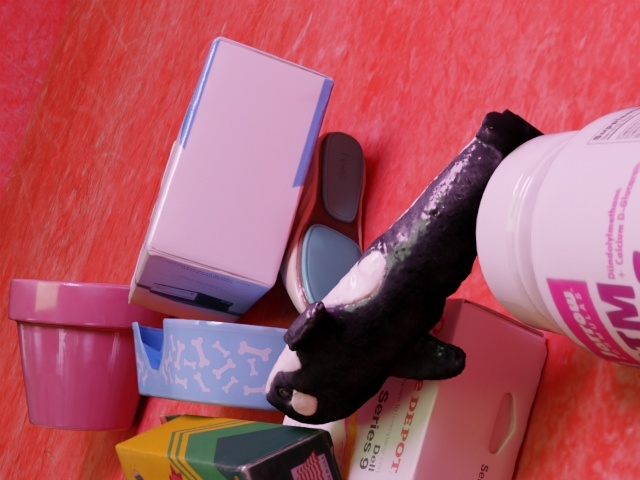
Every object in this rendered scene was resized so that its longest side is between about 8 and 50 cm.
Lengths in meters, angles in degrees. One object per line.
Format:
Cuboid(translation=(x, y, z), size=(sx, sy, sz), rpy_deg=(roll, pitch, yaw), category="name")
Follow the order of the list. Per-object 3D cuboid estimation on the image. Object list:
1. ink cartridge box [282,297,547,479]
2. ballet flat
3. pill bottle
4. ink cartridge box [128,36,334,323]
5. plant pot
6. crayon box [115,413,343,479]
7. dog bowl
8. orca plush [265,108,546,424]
Cuboid(translation=(0.065, 0.130, 0.983), size=(0.212, 0.093, 0.154), rpy_deg=(-3, 67, 59), category="ink cartridge box")
Cuboid(translation=(0.000, 0.000, 1.221), size=(0.086, 0.086, 0.248), rpy_deg=(-41, 27, 42), category="ballet flat")
Cuboid(translation=(0.223, 0.000, 0.710), size=(0.283, 0.160, 0.160), rpy_deg=(4, 73, 63), category="pill bottle")
Cuboid(translation=(-0.103, -0.044, 1.300), size=(0.307, 0.129, 0.223), rpy_deg=(137, 150, -73), category="ink cartridge box")
Cuboid(translation=(-0.294, 0.142, 1.555), size=(0.201, 0.201, 0.180), rpy_deg=(0, 85, 62), category="plant pot")
Cuboid(translation=(-0.072, 0.257, 1.043), size=(0.318, 0.081, 0.202), rpy_deg=(-11, 99, 61), category="crayon box")
Cuboid(translation=(-0.088, 0.121, 1.187), size=(0.297, 0.165, 0.074), rpy_deg=(165, 112, -68), category="dog bowl")
Cuboid(translation=(0.077, 0.046, 0.876), size=(0.287, 0.102, 0.151), rpy_deg=(-47, -14, 11), category="orca plush")
